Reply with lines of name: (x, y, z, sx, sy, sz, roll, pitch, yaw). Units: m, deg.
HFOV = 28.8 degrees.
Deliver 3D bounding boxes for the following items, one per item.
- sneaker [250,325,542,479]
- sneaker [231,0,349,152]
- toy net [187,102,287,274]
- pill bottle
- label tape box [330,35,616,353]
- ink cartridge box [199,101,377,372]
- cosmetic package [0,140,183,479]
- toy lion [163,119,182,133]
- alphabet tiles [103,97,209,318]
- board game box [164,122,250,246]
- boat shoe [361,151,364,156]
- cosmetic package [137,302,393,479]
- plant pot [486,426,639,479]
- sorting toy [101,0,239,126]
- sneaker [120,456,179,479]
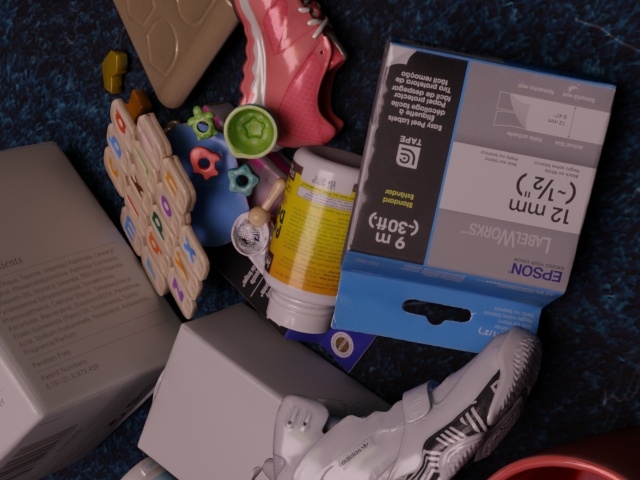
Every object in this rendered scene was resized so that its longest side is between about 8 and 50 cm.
sneaker: (0.079, 0.210, 1.429, 0.210, 0.137, 0.365, 38, 95, 21)
sneaker: (-0.027, -0.265, 1.572, 0.136, 0.116, 0.313, 4, 109, 23)
toy net: (-0.100, -0.058, 1.576, 0.122, 0.045, 0.232, -6, 107, 7)
pill bottle: (0.000, 0.000, 1.516, 0.117, 0.117, 0.214, 23, 106, 28)
label tape box: (0.162, -0.033, 1.394, 0.249, 0.115, 0.347, 11, 101, -1)
ink cartridge box: (-0.058, -0.003, 1.663, 0.371, 0.069, 0.175, 43, 120, 16)
cosmetic package: (-0.463, 0.123, 1.771, 0.329, 0.327, 0.393, -43, 77, 33)
toy lion: (-0.230, -0.114, 1.761, 0.100, 0.034, 0.096, -12, 114, 17)
alphabet tiles: (-0.221, -0.043, 1.686, 0.278, 0.021, 0.284, 59, 154, 20)
board game box: (-0.148, -0.077, 1.649, 0.133, 0.033, 0.168, -7, 104, 34)
boat shoe: (0.127, -0.040, 1.520, 0.223, 0.073, 0.080, 44, 118, 17)
cosmetic package: (-0.038, 0.277, 1.652, 0.385, 0.156, 0.217, 36, 117, 24)
plant pot: (0.320, 0.332, 1.367, 0.275, 0.243, 0.274, 8, 104, 32)
sorting toy: (-0.223, -0.301, 1.711, 0.307, 0.041, 0.229, -47, 65, 43)
sneaker: (-0.292, 0.501, 1.880, 0.150, 0.135, 0.366, 42, 121, 23)
